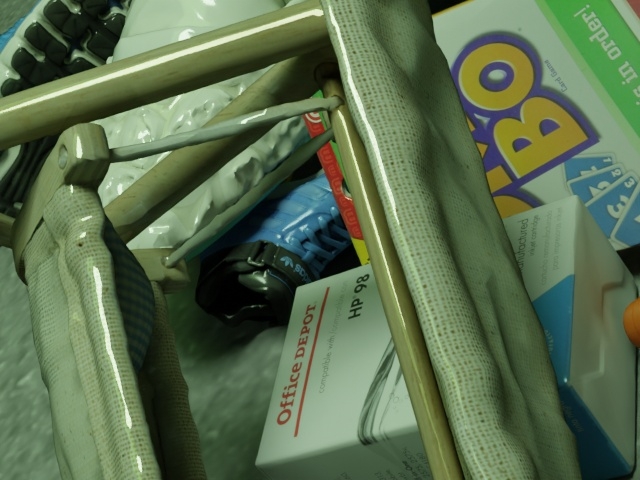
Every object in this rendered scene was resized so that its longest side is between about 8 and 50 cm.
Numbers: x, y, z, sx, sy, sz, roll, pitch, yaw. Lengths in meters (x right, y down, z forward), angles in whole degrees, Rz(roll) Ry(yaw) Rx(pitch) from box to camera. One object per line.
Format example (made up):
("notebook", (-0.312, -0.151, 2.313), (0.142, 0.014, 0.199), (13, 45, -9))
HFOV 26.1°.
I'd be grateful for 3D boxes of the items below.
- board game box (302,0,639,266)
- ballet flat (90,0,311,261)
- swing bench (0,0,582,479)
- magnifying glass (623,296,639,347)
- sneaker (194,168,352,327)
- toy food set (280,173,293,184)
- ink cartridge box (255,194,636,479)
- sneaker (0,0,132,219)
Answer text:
("board game box", (0.104, -0.054, 0.596), (0.259, 0.124, 0.039), (-18, 7, 36))
("ballet flat", (-0.025, -0.148, 0.782), (0.147, 0.147, 0.409), (-1, 37, 45))
("swing bench", (-0.033, 0.058, 0.480), (0.255, 0.165, 0.253), (-24, 66, 22))
("magnifying glass", (0.177, 0.003, 0.458), (0.092, 0.026, 0.231), (-29, -1, -27))
("sneaker", (0.000, 0.001, 0.708), (0.152, 0.058, 0.084), (-17, 42, 26))
("toy food set", (-0.064, -0.068, 0.864), (0.128, 0.071, 0.218), (-4, 43, 9))
("ink cartridge box", (0.039, 0.060, 0.588), (0.180, 0.060, 0.104), (-20, 38, 29))
("sneaker", (-0.201, -0.125, 1.010), (0.330, 0.130, 0.147), (-35, 34, 9))
